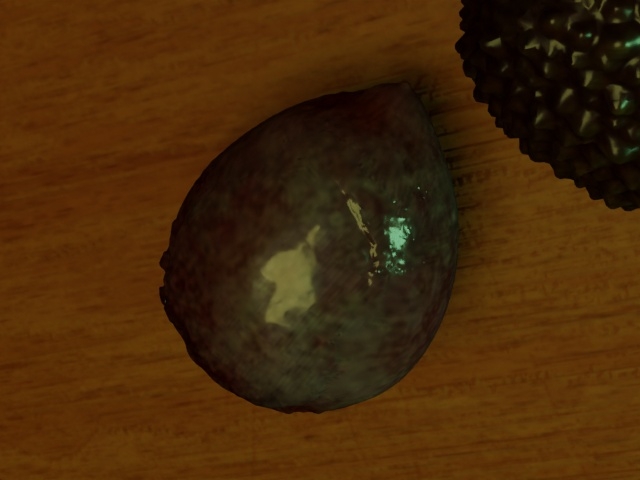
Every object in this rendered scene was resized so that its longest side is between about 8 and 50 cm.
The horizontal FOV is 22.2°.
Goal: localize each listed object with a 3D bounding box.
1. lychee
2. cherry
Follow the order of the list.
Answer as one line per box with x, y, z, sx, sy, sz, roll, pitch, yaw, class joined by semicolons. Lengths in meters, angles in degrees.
0.187;-0.128;0.881;0.271;0.271;0.271;10;117;20;lychee
0.000;0.000;1.083;0.192;0.175;0.249;43;116;26;cherry
